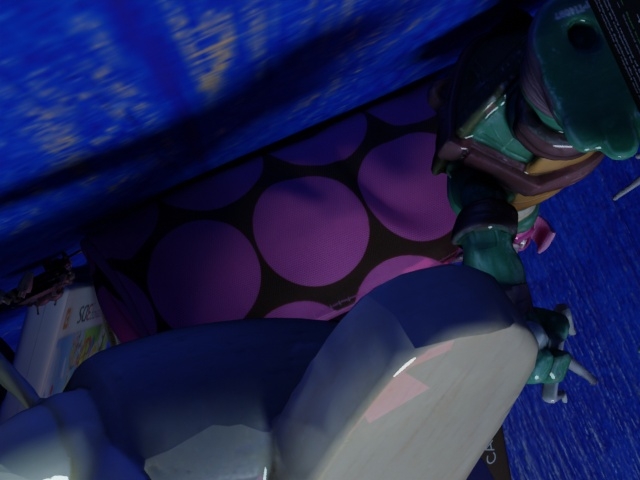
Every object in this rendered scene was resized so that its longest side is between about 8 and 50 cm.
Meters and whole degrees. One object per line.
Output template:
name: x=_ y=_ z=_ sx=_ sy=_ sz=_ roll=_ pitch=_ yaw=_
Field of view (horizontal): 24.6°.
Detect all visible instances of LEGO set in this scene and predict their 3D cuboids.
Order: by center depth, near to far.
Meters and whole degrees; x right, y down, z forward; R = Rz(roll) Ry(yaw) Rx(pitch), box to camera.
LEGO set: x=-0.128 y=0.019 z=0.742 sx=0.083 sy=0.023 sz=0.054 roll=-24 pitch=179 yaw=-20

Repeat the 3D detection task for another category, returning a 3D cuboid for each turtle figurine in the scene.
turtle figurine: x=0.095 y=-0.033 z=0.547 sx=0.175 sy=0.118 sz=0.234 roll=-56 pitch=175 yaw=-20

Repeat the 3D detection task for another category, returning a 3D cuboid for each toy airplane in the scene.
toy airplane: x=-0.057 y=0.168 z=0.550 sx=0.386 sy=0.272 sz=0.384 roll=-49 pitch=165 yaw=2

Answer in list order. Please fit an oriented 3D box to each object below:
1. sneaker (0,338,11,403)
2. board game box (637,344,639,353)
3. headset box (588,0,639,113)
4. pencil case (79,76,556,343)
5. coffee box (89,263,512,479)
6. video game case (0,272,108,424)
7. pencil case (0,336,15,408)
sneaker: x=-0.222 y=0.076 z=0.610 sx=0.190 sy=0.071 sz=0.083 roll=-22 pitch=-168 yaw=-9
board game box: x=0.179 y=-0.054 z=0.493 sx=0.201 sy=0.035 sz=0.136 roll=-63 pitch=169 yaw=21
headset box: x=0.200 y=-0.079 z=0.243 sx=0.246 sy=0.131 sz=0.283 roll=-25 pitch=179 yaw=-3
pencil case: x=0.000 y=0.000 z=0.682 sx=0.209 sy=0.098 sz=0.095 roll=-25 pitch=168 yaw=-11
coffee box: x=-0.018 y=0.076 z=0.822 sx=0.098 sy=0.141 sz=0.246 roll=-24 pitch=-160 yaw=-31
video game case: x=-0.175 y=0.125 z=0.926 sx=0.023 sy=0.212 sz=0.193 roll=16 pitch=-179 yaw=2
pencil case: x=-0.301 y=0.141 z=0.959 sx=0.236 sy=0.104 sz=0.104 roll=-26 pitch=179 yaw=15
